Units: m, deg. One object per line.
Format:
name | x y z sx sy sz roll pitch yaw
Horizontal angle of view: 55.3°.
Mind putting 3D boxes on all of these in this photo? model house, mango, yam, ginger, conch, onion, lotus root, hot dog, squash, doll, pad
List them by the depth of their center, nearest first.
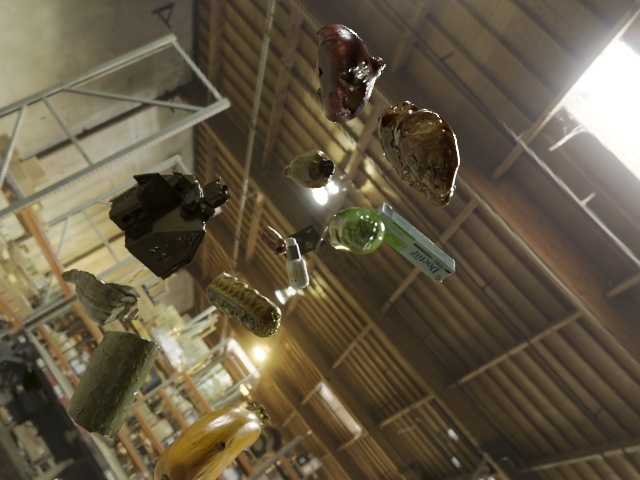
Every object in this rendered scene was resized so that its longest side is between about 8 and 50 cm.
mango | -0.224 0.415 1.234 0.109 0.262 0.157 34 -59 21
squash | 0.079 -0.023 1.384 0.107 0.107 0.395 58 -4 -3
model house | -0.335 -0.081 1.415 0.204 0.243 0.211 52 13 -46
conch | -0.510 0.124 1.449 0.207 0.130 0.155 42 -54 -15
yam | -0.550 0.371 1.622 0.161 0.268 0.161 22 -14 6
ginger | 0.276 -0.232 1.699 0.357 0.152 0.274 -129 -155 -63
onion | 0.084 -0.468 1.718 0.272 0.195 0.272 -7 90 -79
doll | -0.253 0.568 1.901 0.145 0.188 0.096 40 -40 0
hot dog | -0.165 0.000 2.167 0.188 0.055 0.072 42 -55 55
lotus root | -0.044 -0.255 2.200 0.214 0.138 0.138 7 -51 36
pad | -0.087 0.014 2.592 0.127 0.190 0.004 51 22 -37

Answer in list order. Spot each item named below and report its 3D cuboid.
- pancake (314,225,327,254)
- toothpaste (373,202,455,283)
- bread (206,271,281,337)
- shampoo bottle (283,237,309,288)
pancake | 0.001 0.001 2.231 0.011 0.115 0.115 23 -27 -1
toothpaste | 0.304 0.010 2.030 0.336 0.067 0.081 38 -58 -17
bread | -0.204 0.176 1.642 0.269 0.098 0.087 26 -24 42
shampoo bottle | -0.095 0.084 2.299 0.074 0.074 0.192 -12 -91 66
